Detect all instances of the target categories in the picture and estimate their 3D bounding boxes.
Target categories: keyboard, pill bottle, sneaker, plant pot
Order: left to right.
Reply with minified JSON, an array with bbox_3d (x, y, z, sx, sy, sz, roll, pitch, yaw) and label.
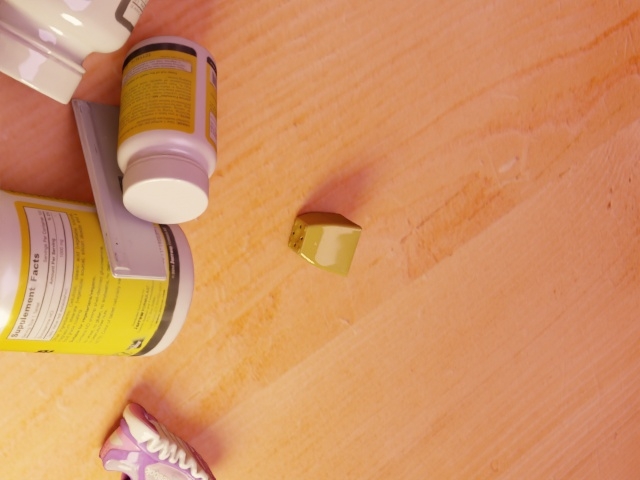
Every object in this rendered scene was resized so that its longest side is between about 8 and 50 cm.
[{"bbox_3d":[-0.335,0.040,1.163,0.334,0.188,0.187,9,103,-40],"label":"pill bottle"},{"bbox_3d":[-0.262,-0.318,1.073,0.176,0.176,0.318,29,90,-42],"label":"pill bottle"},{"bbox_3d":[-0.244,-0.065,1.179,0.072,0.256,0.014,11,141,-46],"label":"keyboard"},{"bbox_3d":[-0.237,0.340,1.443,0.104,0.095,0.236,-45,126,-6],"label":"sneaker"},{"bbox_3d":[-0.184,-0.133,1.185,0.119,0.119,0.208,29,47,-42],"label":"pill bottle"},{"bbox_3d":[0.000,0.000,1.488,0.083,0.081,0.081,11,102,-30],"label":"plant pot"}]
